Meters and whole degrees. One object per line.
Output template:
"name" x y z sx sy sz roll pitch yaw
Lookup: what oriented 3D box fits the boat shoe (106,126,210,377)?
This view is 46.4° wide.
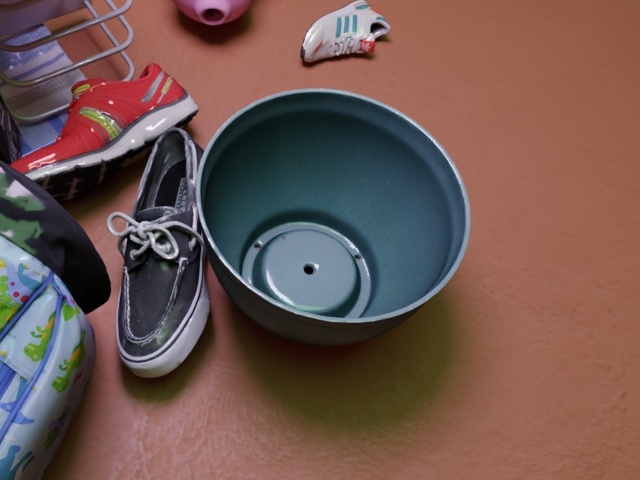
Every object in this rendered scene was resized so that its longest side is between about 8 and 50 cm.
"boat shoe" -0.180 0.001 0.859 0.113 0.105 0.307 -1 55 19

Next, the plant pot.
"plant pot" 0.000 0.000 0.862 0.292 0.196 0.293 5 59 -9

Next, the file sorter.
"file sorter" -0.337 -0.309 0.893 0.192 0.278 0.173 -30 72 -25

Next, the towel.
"towel" -0.432 -0.216 1.001 0.209 0.034 0.285 -31 70 -25

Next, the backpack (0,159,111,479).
"backpack" -0.336 0.146 0.669 0.273 0.290 0.355 43 66 -2

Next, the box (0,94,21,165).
"box" -0.478 -0.156 0.777 0.242 0.307 0.077 -6 64 -8

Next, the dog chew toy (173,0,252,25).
"dog chew toy" -0.161 -0.470 1.119 0.206 0.207 0.332 1 67 -11

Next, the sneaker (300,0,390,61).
"sneaker" 0.042 -0.310 1.140 0.075 0.057 0.161 39 57 19

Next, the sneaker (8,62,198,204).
"sneaker" -0.285 -0.138 0.933 0.118 0.107 0.279 52 51 -2
